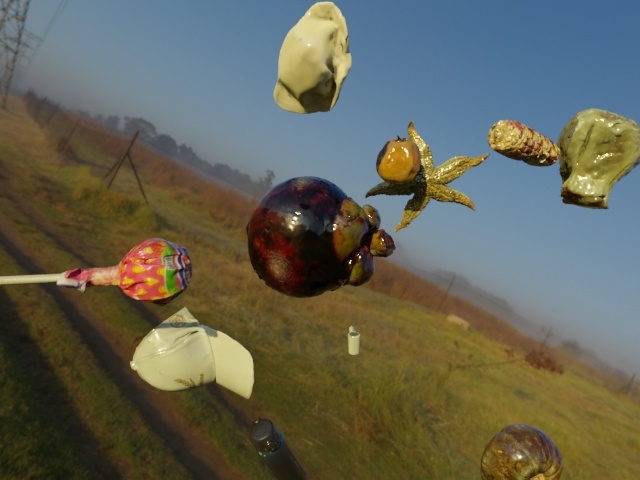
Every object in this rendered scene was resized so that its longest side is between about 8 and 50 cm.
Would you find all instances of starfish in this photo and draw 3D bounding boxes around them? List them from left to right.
[{"bbox_3d":[0.334,-0.162,1.443,0.347,0.358,0.078,17,23,-2],"label":"starfish"}]

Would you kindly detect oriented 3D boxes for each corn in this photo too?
[{"bbox_3d":[0.579,-0.263,1.300,0.290,0.098,0.098,10,9,-37],"label":"corn"}]

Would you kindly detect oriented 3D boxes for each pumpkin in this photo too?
[{"bbox_3d":[0.527,0.582,1.230,0.219,0.219,0.162,28,6,-21],"label":"pumpkin"}]

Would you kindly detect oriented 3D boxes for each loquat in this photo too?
[{"bbox_3d":[0.222,-0.226,1.314,0.113,0.137,0.137,-2,19,-40],"label":"loquat"}]

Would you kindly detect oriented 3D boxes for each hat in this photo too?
[{"bbox_3d":[-0.317,0.338,1.188,0.301,0.168,0.258,27,-41,6],"label":"hat"}]

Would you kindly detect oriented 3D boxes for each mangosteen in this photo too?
[{"bbox_3d":[-0.012,-0.011,1.408,0.421,0.381,0.381,-2,6,-15],"label":"mangosteen"}]

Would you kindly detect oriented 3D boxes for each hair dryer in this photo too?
[{"bbox_3d":[0.100,0.299,1.442,0.038,0.063,0.124,-1,15,-1],"label":"hair dryer"}]

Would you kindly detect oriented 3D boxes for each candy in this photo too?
[{"bbox_3d":[-0.412,0.060,0.807,0.365,0.124,0.124,-1,5,-13],"label":"candy"}]

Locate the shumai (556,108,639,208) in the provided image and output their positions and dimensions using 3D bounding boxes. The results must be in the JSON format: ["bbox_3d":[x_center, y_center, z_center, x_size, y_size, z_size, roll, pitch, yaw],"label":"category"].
[{"bbox_3d":[0.782,-0.222,1.299,0.225,0.222,0.260,4,-42,26],"label":"shumai"}]

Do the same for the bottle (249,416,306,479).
[{"bbox_3d":[-0.102,0.520,1.123,0.082,0.072,0.244,42,-22,51],"label":"bottle"}]

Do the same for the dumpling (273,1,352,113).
[{"bbox_3d":[-0.012,-0.389,1.015,0.162,0.250,0.132,29,35,-1],"label":"dumpling"}]
